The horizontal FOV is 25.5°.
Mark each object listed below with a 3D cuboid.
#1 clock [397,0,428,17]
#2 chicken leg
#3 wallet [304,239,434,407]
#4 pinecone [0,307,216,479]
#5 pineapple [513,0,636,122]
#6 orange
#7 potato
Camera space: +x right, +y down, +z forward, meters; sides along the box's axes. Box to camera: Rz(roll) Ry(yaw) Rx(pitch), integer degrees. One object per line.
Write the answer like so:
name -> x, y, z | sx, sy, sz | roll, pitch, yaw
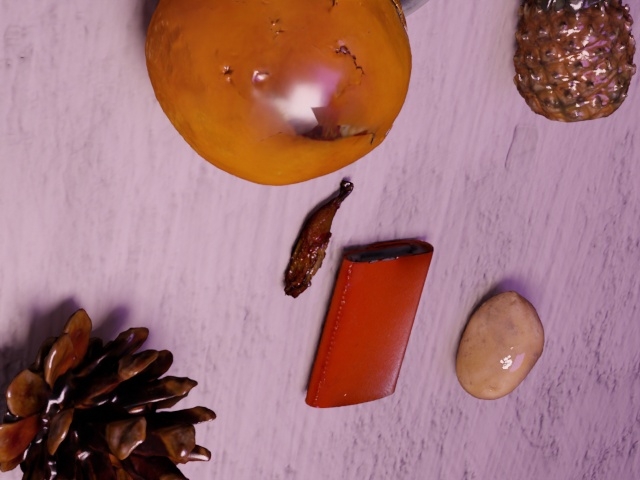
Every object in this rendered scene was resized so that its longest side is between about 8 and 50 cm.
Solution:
clock -> 0.106, -0.324, 1.423 | 0.236, 0.053, 0.236 | -42, 163, -16
chicken leg -> -0.002, 0.000, 1.582 | 0.062, 0.037, 0.145 | -10, 126, -64
wallet -> 0.057, 0.100, 1.691 | 0.142, 0.045, 0.204 | -8, 122, -41
pinecone -> -0.209, 0.189, 1.407 | 0.202, 0.201, 0.229 | -50, 165, 16
pineapple -> 0.281, -0.283, 1.568 | 0.170, 0.141, 0.310 | -62, 152, -53
orange -> -0.032, -0.171, 1.297 | 0.246, 0.246, 0.246 | -22, 129, -30
potato -> 0.232, 0.138, 1.832 | 0.112, 0.112, 0.147 | 21, 104, -47
